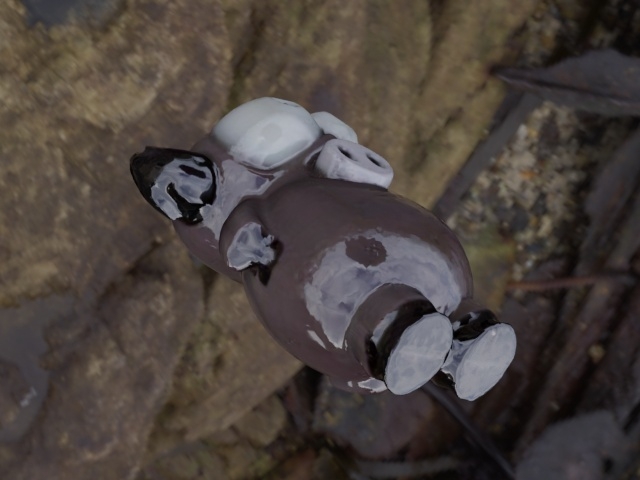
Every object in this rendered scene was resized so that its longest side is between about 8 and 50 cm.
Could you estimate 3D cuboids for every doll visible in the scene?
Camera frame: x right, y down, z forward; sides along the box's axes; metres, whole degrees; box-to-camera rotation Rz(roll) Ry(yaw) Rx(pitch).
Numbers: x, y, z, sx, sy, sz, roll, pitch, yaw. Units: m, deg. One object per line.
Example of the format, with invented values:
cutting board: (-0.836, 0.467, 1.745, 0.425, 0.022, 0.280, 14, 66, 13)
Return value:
doll: (0.000, 0.003, 0.822, 0.182, 0.257, 0.117, 15, 114, -44)
